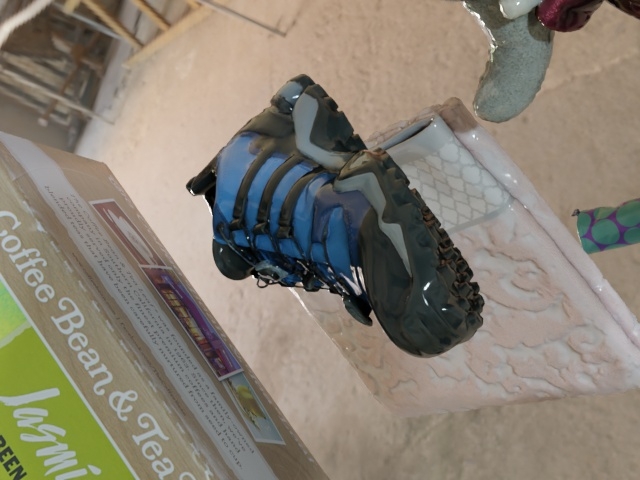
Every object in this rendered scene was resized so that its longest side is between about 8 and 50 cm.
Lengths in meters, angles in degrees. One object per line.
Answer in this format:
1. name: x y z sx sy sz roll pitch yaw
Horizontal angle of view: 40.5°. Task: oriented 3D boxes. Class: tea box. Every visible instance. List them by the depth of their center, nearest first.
1. tea box: -0.221 0.151 0.602 0.323 0.220 0.329 -38 83 5

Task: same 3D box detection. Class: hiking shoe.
1. hiking shoe: 0.000 0.000 0.563 0.132 0.113 0.304 -38 30 3

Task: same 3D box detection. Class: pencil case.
1. pencil case: 0.416 -0.029 1.152 0.152 0.064 0.070 -17 34 43

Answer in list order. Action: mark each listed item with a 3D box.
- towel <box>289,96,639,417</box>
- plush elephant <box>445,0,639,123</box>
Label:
1. towel: 0.096 0.045 0.813 0.332 0.317 0.053 -21 27 50
2. plush elephant: 0.162 -0.184 0.531 0.255 0.330 0.272 -16 22 22
